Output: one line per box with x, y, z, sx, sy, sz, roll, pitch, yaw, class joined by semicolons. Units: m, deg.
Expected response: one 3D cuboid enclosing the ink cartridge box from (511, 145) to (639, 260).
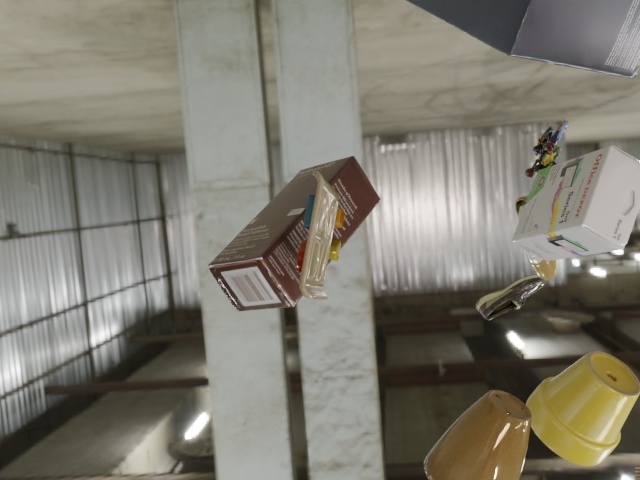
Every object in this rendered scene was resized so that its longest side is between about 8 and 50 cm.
0.579;-0.076;1.705;0.117;0.201;0.278;27;166;-13;ink cartridge box

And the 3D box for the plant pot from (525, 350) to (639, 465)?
0.729;0.439;2.062;0.253;0.239;0.254;18;-147;-12;plant pot

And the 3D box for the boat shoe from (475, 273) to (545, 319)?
0.588;0.179;2.310;0.223;0.073;0.080;-24;140;3;boat shoe

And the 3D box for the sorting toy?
0.000;0.000;1.481;0.041;0.229;0.307;5;176;10;sorting toy

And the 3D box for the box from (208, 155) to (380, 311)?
-0.050;-0.019;1.686;0.191;0.143;0.381;-10;-151;45;box

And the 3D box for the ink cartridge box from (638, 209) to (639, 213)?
0.794;-0.123;2.071;0.175;0.128;0.072;-23;140;36;ink cartridge box

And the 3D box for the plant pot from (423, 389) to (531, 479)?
0.418;0.510;1.897;0.237;0.254;0.237;20;-160;-7;plant pot

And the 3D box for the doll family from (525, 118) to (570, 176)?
0.582;-0.229;1.950;0.076;0.193;0.111;27;-127;29;doll family

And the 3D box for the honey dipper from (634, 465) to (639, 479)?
0.763;0.493;1.788;0.030;0.161;0.030;14;158;6;honey dipper

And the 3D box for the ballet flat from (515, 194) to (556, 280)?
0.554;-0.007;1.987;0.073;0.232;0.080;5;158;-39;ballet flat

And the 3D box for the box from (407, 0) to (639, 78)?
0.369;-0.443;1.334;0.312;0.179;0.343;2;-150;-31;box
